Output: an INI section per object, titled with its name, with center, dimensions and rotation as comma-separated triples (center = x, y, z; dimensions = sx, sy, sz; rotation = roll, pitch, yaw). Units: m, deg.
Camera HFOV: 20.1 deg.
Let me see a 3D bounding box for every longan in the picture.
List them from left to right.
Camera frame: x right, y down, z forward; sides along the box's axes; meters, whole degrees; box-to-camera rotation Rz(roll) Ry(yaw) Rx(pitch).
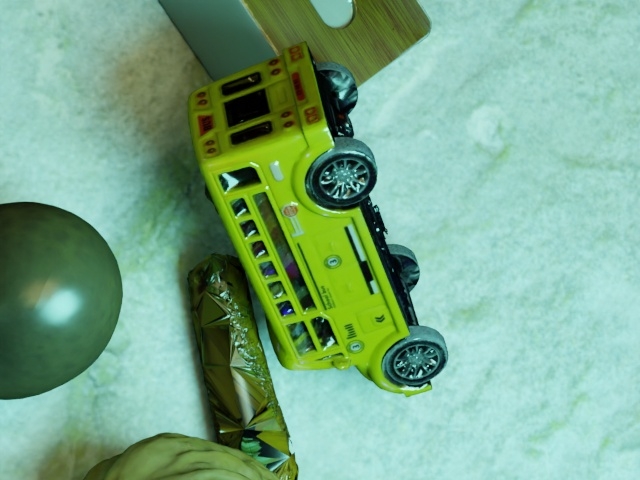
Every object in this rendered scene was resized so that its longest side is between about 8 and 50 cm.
[longan]
center = -0.255, 0.051, 1.460
dimensions = 0.204, 0.185, 0.159
rotation = -22, 94, -51

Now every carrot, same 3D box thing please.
[carrot]
center = -0.072, 0.125, 1.616
dimensions = 0.069, 0.069, 0.228
rotation = -11, 83, -29

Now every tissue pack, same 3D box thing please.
[tissue pack]
center = -0.046, -0.239, 1.658
dimensions = 0.159, 0.136, 0.246
rotation = -39, 100, -28

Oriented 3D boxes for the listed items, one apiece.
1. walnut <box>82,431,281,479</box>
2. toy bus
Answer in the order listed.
[walnut]
center = -0.093, 0.282, 1.488
dimensions = 0.257, 0.257, 0.224
rotation = 32, 35, -19
[toy bus]
center = 0.000, 0.000, 1.583
dimensions = 0.151, 0.145, 0.331
rotation = -19, 129, 3
